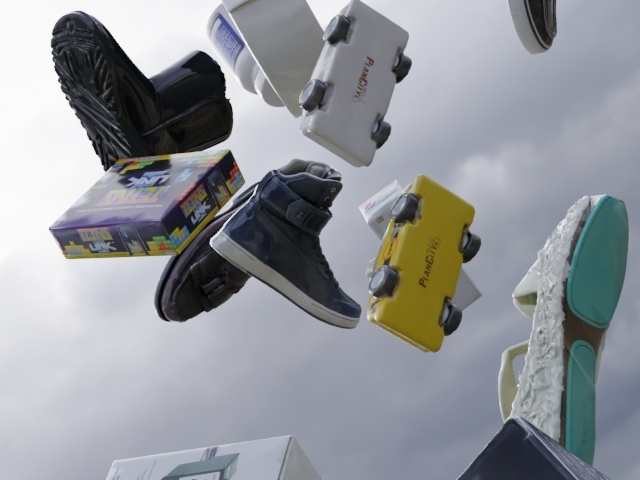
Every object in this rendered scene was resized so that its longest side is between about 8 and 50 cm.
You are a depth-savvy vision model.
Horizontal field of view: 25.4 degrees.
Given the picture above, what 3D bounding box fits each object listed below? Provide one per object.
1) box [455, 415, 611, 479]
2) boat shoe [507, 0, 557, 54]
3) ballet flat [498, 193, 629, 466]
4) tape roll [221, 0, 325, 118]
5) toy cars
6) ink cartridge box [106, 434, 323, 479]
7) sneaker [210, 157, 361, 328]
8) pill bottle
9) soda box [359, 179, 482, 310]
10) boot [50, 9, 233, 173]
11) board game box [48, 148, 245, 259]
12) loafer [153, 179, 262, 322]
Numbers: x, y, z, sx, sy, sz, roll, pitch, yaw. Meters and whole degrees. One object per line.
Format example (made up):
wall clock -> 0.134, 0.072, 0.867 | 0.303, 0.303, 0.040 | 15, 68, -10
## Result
box -> 0.327, 0.415, 1.517 | 0.395, 0.293, 0.212 | 37, -84, -37
boat shoe -> 0.320, -0.408, 2.038 | 0.108, 0.102, 0.301 | -59, -38, -53
ballet flat -> 0.300, 0.121, 1.848 | 0.147, 0.147, 0.409 | 88, -165, -68
tape roll -> -0.064, -0.315, 1.981 | 0.100, 0.286, 0.286 | -29, -17, 5
toy cars -> 0.061, -0.065, 1.522 | 0.176, 0.394, 0.087 | -13, -11, -37
ink cartridge box -> -0.127, 0.388, 1.914 | 0.289, 0.211, 0.122 | -12, 39, 25
sneaker -> 0.000, 0.000, 1.735 | 0.226, 0.086, 0.163 | 35, -86, -29
pill bottle -> -0.095, -0.293, 2.224 | 0.112, 0.187, 0.112 | -19, -44, -19
soda box -> 0.151, 0.016, 2.136 | 0.074, 0.216, 0.069 | -37, 24, 6
boot -> -0.221, -0.204, 1.819 | 0.094, 0.246, 0.207 | -7, 23, 39
board game box -> -0.189, -0.039, 1.542 | 0.170, 0.048, 0.141 | -3, 32, 36
loafer -> -0.124, 0.015, 2.086 | 0.302, 0.095, 0.109 | -47, -42, -36
